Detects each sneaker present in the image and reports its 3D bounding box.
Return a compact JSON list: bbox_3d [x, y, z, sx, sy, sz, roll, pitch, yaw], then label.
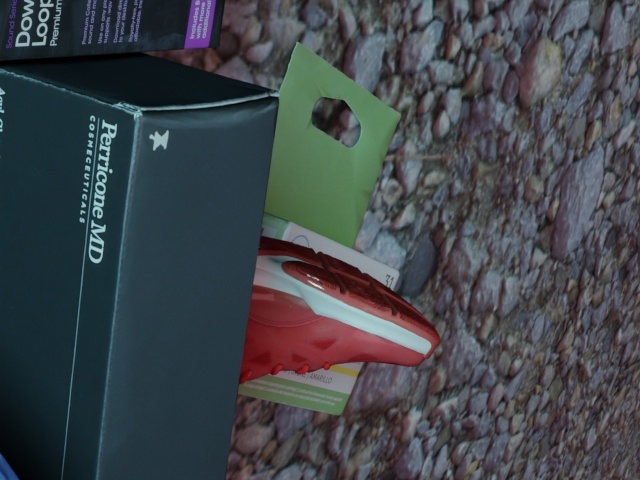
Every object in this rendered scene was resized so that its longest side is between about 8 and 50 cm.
[{"bbox_3d":[-0.043,0.066,0.792,0.221,0.087,0.128,22,102,-16],"label":"sneaker"}]

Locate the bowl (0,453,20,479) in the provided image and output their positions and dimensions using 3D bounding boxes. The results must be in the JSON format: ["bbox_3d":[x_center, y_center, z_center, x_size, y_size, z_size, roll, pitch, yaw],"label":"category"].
[{"bbox_3d":[-0.251,0.188,0.363,0.391,0.077,0.391,0,90,-20],"label":"bowl"}]

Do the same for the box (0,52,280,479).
[{"bbox_3d":[-0.134,0.040,0.589,0.103,0.184,0.261,-16,120,-53],"label":"box"}]

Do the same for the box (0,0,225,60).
[{"bbox_3d":[-0.094,-0.136,0.532,0.162,0.029,0.116,-16,121,-53],"label":"box"}]

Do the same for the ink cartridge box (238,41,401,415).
[{"bbox_3d":[0.000,0.000,0.907,0.171,0.056,0.235,25,87,-58],"label":"ink cartridge box"}]
